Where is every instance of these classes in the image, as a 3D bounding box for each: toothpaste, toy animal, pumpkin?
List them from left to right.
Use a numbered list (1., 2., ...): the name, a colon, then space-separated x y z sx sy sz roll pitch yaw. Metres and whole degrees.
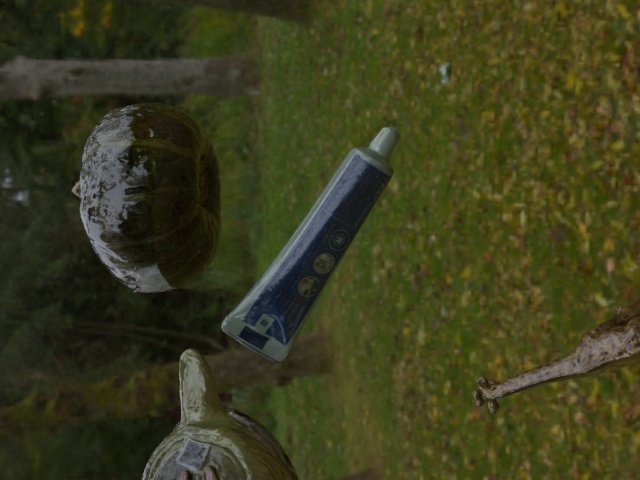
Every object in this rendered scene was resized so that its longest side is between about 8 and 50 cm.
1. pumpkin: -0.238 -0.064 1.266 0.260 0.189 0.260 -5 -90 -85
2. toy animal: -0.057 0.137 0.538 0.098 0.098 0.137 109 155 -59
3. toothpaste: 0.000 0.000 0.698 0.197 0.057 0.035 -57 10 8
4. toy animal: 0.305 0.124 1.067 0.054 0.276 0.149 64 167 -13

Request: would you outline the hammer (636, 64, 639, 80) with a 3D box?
1. hammer: 0.469 -0.098 1.143 0.125 0.027 0.297 14 -134 -58
